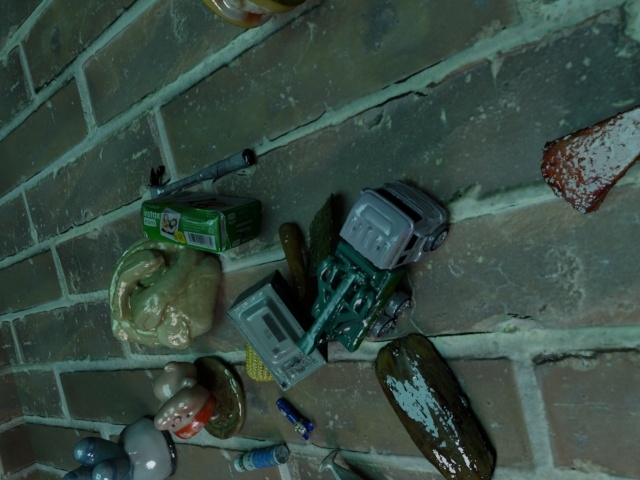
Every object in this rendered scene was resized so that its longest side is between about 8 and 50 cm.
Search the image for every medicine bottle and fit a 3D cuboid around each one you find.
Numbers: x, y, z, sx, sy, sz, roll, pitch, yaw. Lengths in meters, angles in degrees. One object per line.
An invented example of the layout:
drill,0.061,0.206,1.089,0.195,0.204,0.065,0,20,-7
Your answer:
medicine bottle,-0.160,0.587,1.362,0.191,0.051,0.051,-31,80,38

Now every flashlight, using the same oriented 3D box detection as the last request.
flashlight,-0.068,0.443,1.266,0.121,0.035,0.057,38,122,26

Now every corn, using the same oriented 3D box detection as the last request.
corn,-0.134,0.226,1.235,0.093,0.093,0.244,17,110,35

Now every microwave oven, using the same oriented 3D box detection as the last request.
microwave oven,-0.084,0.187,1.099,0.122,0.162,0.208,-35,97,5

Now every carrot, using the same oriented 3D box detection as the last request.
carrot,-0.056,0.044,1.132,0.047,0.047,0.191,-39,56,37

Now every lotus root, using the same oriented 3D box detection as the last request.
lotus root,0.213,0.350,0.995,0.167,0.078,0.329,-44,72,38

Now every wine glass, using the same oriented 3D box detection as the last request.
wine glass,0.071,0.555,1.158,0.155,0.073,0.073,38,121,29

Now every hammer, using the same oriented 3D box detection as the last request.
hammer,-0.321,-0.158,1.339,0.426,0.044,0.152,-9,93,38

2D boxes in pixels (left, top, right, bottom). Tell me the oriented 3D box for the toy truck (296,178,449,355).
toy truck,0.088,0.066,0.972,0.176,0.178,0.364,41,119,25

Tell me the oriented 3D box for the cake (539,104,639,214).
cake,0.412,-0.156,0.718,0.116,0.086,0.220,43,124,21

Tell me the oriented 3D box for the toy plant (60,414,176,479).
toy plant,-0.663,0.728,1.618,0.247,0.332,0.247,10,105,39

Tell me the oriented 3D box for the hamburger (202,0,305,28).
hamburger,-0.146,-0.573,0.979,0.186,0.261,0.303,-1,81,43

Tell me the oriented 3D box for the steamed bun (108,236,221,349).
steamed bun,-0.451,0.152,1.393,0.372,0.230,0.325,-14,94,38

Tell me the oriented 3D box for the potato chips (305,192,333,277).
potato chips,0.000,0.000,1.088,0.142,0.026,0.209,-105,31,-41

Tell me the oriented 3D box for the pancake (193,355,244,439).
pancake,-0.307,0.448,1.462,0.250,0.031,0.250,10,106,37

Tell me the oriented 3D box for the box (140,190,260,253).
box,-0.287,-0.050,1.223,0.250,0.180,0.103,10,108,23

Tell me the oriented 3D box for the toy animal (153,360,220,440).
toy animal,-0.379,0.444,1.399,0.198,0.171,0.171,54,127,25
